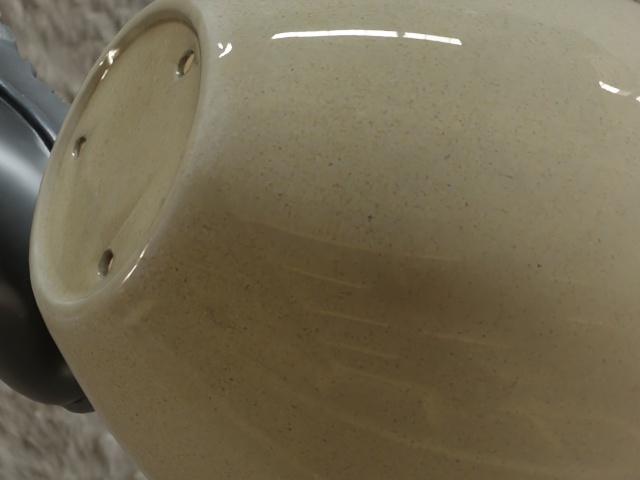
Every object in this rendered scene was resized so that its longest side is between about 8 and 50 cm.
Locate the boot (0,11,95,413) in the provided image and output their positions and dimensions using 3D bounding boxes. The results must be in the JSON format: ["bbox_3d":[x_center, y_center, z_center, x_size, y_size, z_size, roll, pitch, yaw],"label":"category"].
[{"bbox_3d":[-0.353,-0.017,0.920,0.445,0.146,0.367,-8,43,-34],"label":"boot"}]

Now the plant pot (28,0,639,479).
[{"bbox_3d":[0.000,0.000,0.709,0.191,0.284,0.284,23,78,-30],"label":"plant pot"}]
